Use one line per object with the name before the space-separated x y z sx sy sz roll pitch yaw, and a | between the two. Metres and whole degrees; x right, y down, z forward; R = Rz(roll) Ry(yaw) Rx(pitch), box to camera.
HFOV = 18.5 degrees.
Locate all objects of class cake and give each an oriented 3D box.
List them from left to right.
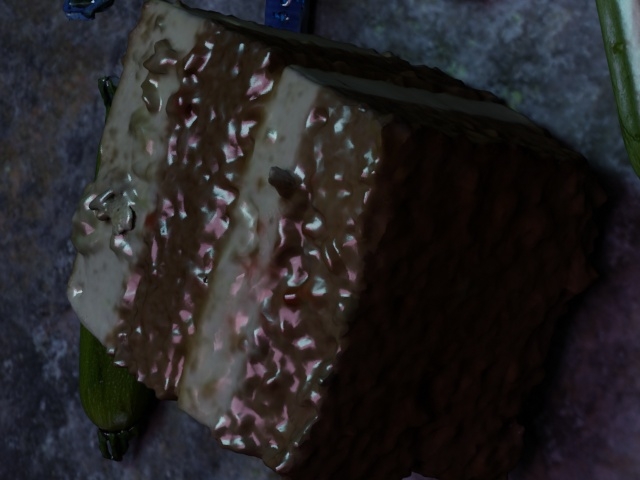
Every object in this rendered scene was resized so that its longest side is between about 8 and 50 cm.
cake | 0.000 0.000 1.333 0.290 0.282 0.256 27 103 38

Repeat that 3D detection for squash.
squash | -0.159 0.024 1.593 0.080 0.071 0.319 2 91 40
squash | 0.218 -0.142 1.293 0.069 0.069 0.239 -15 81 38

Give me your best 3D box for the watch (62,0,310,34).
watch | -0.052 -0.216 1.466 0.068 0.276 0.275 7 68 33
